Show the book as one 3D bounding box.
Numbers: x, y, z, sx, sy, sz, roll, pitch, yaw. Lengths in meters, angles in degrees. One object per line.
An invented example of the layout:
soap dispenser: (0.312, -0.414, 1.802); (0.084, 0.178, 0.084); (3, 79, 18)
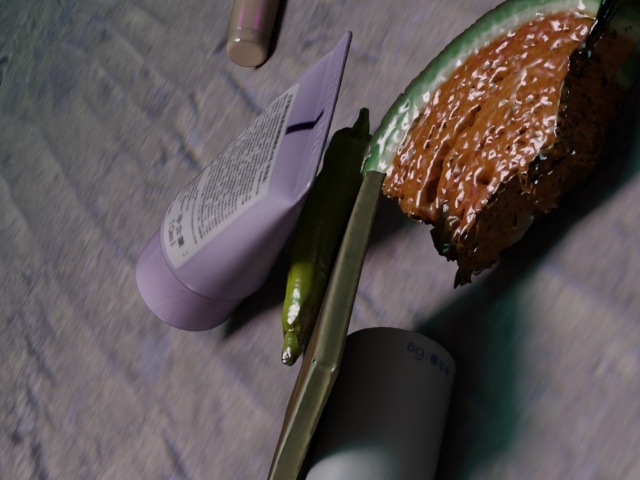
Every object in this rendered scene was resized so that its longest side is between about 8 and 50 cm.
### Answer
book: (-0.008, 0.094, 1.145); (0.170, 0.018, 0.242); (-74, 1, -46)

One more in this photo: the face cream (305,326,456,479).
face cream: (0.021, 0.174, 1.058); (0.077, 0.077, 0.250); (-33, 34, 48)

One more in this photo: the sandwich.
sandwich: (0.128, -0.071, 1.144); (0.235, 0.079, 0.159); (-50, 35, 31)

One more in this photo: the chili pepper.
chili pepper: (0.000, 0.000, 1.365); (0.049, 0.043, 0.208); (4, 69, 37)

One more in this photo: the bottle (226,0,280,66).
bottle: (-0.064, -0.211, 1.732); (0.045, 0.045, 0.096); (-37, 33, 43)

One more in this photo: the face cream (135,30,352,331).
face cream: (-0.051, -0.031, 1.378); (0.274, 0.096, 0.154); (-48, 19, 50)
